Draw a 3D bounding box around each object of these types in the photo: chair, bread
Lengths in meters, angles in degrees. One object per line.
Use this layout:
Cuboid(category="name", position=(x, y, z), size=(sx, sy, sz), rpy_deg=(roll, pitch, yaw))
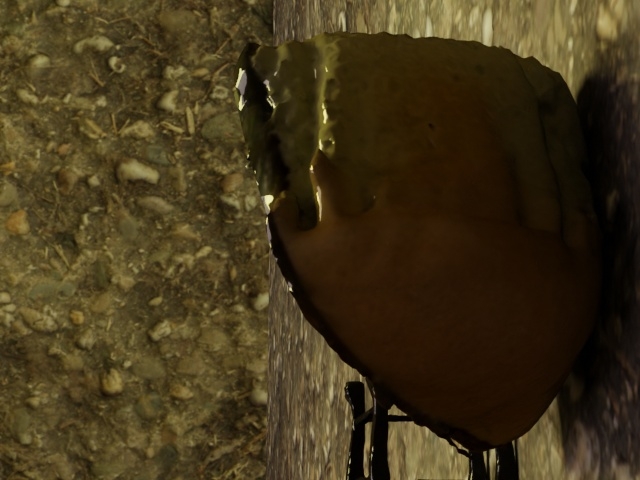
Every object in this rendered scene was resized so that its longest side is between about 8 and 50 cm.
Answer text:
Cuboid(category="chair", position=(0.077, 0.203, 1.054), size=(0.113, 0.106, 0.229), rpy_deg=(117, 154, -73))
Cuboid(category="bread", position=(0.077, 0.002, 0.862), size=(0.262, 0.163, 0.204), rpy_deg=(33, -137, -46))

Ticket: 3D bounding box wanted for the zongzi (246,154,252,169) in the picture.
Cuboid(category="zongzi", position=(0.051, 0.014, 1.020), size=(0.081, 0.189, 0.178), rpy_deg=(-43, 40, 34))
